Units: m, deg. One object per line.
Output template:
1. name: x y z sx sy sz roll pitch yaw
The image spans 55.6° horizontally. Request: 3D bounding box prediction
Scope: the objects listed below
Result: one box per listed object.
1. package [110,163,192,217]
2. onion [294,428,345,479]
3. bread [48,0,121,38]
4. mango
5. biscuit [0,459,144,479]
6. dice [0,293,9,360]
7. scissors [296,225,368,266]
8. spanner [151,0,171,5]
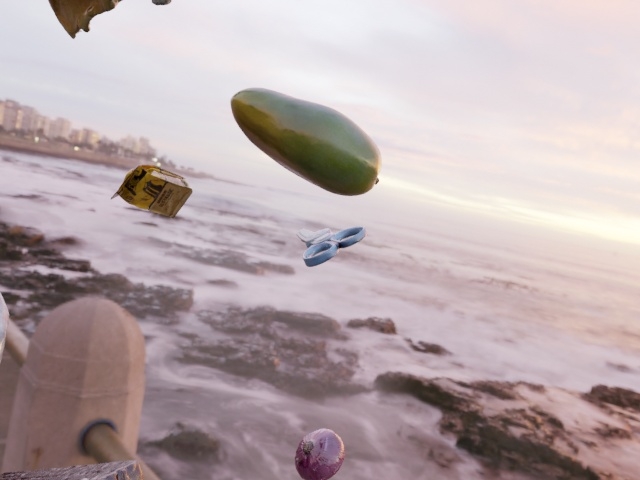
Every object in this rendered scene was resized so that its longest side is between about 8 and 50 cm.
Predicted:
1. package: -0.290 -0.089 1.035 0.131 0.071 0.047 17 31 -47
2. onion: 0.001 0.460 1.293 0.115 0.115 0.104 15 -22 45
3. bread: -0.387 -0.512 1.015 0.238 0.252 0.196 -38 27 -16
4. mango: -0.013 -0.117 0.709 0.191 0.086 0.122 34 3 23
5. biscuit: -0.368 0.371 0.822 0.388 0.107 0.073 -19 -5 37
6. dice: -0.859 0.226 1.213 0.328 0.348 0.330 28 17 -40
7. scissors: 0.000 0.000 1.154 0.125 0.030 0.256 -29 13 -12
8. spanner: -0.186 -0.432 0.833 0.071 0.017 0.302 43 -38 -15
